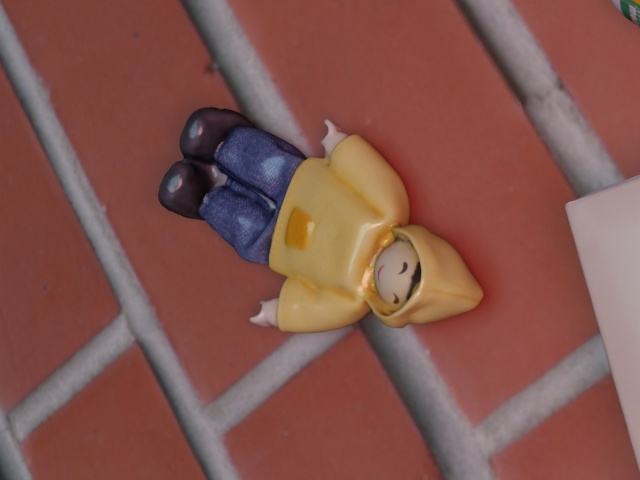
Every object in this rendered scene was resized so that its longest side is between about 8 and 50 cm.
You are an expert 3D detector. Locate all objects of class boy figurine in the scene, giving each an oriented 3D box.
[{"bbox_3d":[0.000,0.000,1.358,0.285,0.092,0.177,32,101,33],"label":"boy figurine"}]

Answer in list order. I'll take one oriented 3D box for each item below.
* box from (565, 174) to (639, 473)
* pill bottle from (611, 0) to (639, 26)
[{"bbox_3d":[0.281,0.105,1.137,0.121,0.148,0.311,-21,77,29],"label":"box"},{"bbox_3d":[0.274,-0.184,1.176,0.208,0.117,0.117,40,108,28],"label":"pill bottle"}]
